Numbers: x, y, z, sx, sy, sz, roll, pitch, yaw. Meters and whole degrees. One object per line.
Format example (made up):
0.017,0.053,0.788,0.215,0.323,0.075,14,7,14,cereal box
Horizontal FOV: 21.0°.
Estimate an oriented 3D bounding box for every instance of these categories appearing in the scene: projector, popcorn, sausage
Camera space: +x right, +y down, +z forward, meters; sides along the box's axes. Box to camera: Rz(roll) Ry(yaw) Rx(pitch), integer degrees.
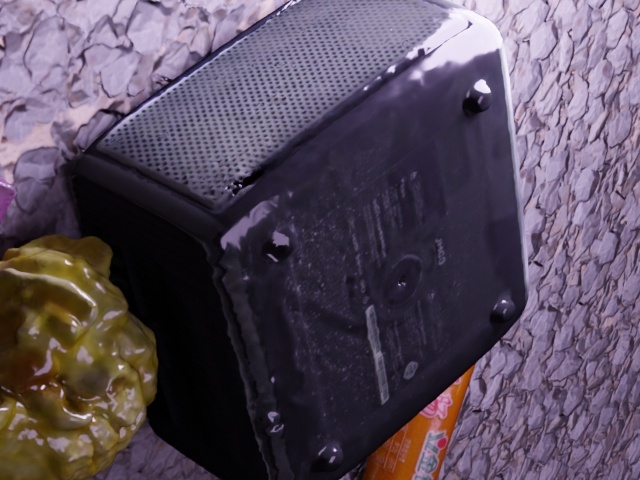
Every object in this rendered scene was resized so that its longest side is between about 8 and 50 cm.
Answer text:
0.000,0.000,1.713,0.405,0.242,0.395,-38,137,-29,projector
-0.250,0.110,1.519,0.217,0.181,0.235,5,107,-55,popcorn
0.111,0.251,2.116,0.093,0.093,0.312,3,108,-51,sausage

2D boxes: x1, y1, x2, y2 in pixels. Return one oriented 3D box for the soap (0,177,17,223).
-0.379,0.038,1.408,0.181,0.081,0.259,25,90,-53,soap
